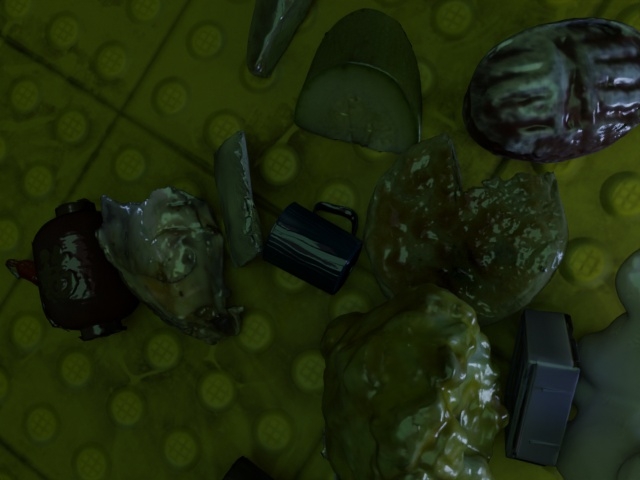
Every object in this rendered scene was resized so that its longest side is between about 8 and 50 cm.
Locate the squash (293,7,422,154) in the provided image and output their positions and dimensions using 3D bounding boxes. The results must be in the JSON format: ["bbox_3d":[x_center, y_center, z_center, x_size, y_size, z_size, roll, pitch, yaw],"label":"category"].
[{"bbox_3d":[0.090,-0.290,1.087,0.237,0.155,0.203,16,125,10],"label":"squash"}]

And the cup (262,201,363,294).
[{"bbox_3d":[-0.003,0.001,1.033,0.138,0.113,0.150,28,93,10],"label":"cup"}]

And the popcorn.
[{"bbox_3d":[0.112,0.249,0.883,0.293,0.294,0.333,-10,64,31],"label":"popcorn"}]

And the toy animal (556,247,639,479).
[{"bbox_3d":[0.472,0.205,0.858,0.196,0.241,0.367,18,89,10],"label":"toy animal"}]

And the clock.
[{"bbox_3d":[0.325,0.218,0.902,0.073,0.144,0.193,8,117,13],"label":"clock"}]

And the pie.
[{"bbox_3d":[0.220,-0.003,0.974,0.338,0.075,0.337,-1,89,29],"label":"pie"}]

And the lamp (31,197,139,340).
[{"bbox_3d":[-0.421,0.050,1.079,0.180,0.180,0.257,-18,83,9],"label":"lamp"}]

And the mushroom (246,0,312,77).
[{"bbox_3d":[-0.062,-0.463,1.098,0.107,0.087,0.332,10,91,16],"label":"mushroom"}]

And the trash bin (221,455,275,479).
[{"bbox_3d":[-0.069,0.510,0.960,0.302,0.203,0.252,34,128,13],"label":"trash bin"}]

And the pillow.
[{"bbox_3d":[-0.148,-0.070,1.070,0.051,0.128,0.229,-6,82,-31],"label":"pillow"}]

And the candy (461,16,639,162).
[{"bbox_3d":[0.373,-0.233,0.956,0.290,0.157,0.214,-12,88,10],"label":"candy"}]

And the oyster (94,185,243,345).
[{"bbox_3d":[-0.261,0.038,1.068,0.276,0.100,0.270,11,81,-19],"label":"oyster"}]

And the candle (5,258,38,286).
[{"bbox_3d":[-0.539,0.069,1.172,0.162,0.048,0.053,21,60,11],"label":"candle"}]

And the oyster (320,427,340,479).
[{"bbox_3d":[0.060,0.400,1.029,0.106,0.061,0.199,-9,81,28],"label":"oyster"}]
